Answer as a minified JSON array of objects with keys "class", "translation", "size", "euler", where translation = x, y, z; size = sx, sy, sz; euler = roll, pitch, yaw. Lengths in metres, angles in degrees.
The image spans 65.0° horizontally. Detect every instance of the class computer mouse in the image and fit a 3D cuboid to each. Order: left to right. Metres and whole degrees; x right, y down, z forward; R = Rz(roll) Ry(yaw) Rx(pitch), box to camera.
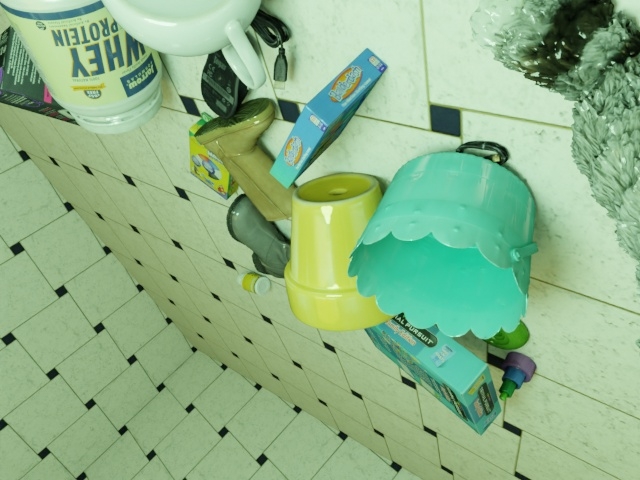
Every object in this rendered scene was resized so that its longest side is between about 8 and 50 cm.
[{"class":"computer mouse","translation":[-0.128,-0.314,0.907],"size":[0.184,0.060,0.262],"euler":[38,142,13]},{"class":"computer mouse","translation":[0.200,-0.103,0.823],"size":[0.071,0.041,0.242],"euler":[47,151,-12]}]

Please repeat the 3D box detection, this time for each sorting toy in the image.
[{"class":"sorting toy","translation":[0.329,0.198,1.021],"size":[0.127,0.126,0.365],"euler":[0,132,51]}]

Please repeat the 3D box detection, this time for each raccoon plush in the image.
[{"class":"raccoon plush","translation":[0.294,-0.050,0.502],"size":[0.446,0.299,0.216],"euler":[28,151,22]}]

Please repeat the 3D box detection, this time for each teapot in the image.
[{"class":"teapot","translation":[-0.193,-0.373,0.738],"size":[0.252,0.256,0.187],"euler":[6,176,-4]}]

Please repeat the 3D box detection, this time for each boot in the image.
[{"class":"boot","translation":[-0.115,-0.165,1.090],"size":[0.236,0.089,0.269],"euler":[-3,137,45]},{"class":"boot","translation":[-0.095,0.015,1.319],"size":[0.222,0.118,0.338],"euler":[21,158,27]}]

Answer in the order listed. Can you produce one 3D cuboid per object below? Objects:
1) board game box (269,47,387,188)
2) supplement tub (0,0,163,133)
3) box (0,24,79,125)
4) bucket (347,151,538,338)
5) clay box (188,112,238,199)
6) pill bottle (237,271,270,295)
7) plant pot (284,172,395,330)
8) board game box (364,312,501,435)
[{"class":"board game box","translation":[0.006,-0.189,0.809],"size":[0.047,0.160,0.210],"euler":[41,152,-2]},{"class":"supplement tub","translation":[-0.454,-0.398,0.993],"size":[0.235,0.235,0.325],"euler":[30,151,19]},{"class":"box","translation":[-0.617,-0.371,1.192],"size":[0.165,0.143,0.270],"euler":[6,176,44]},{"class":"bucket","translation":[0.199,0.010,0.791],"size":[0.281,0.183,0.281],"euler":[20,150,12]},{"class":"clay box","translation":[-0.261,-0.203,1.239],"size":[0.127,0.053,0.222],"euler":[37,153,6]},{"class":"pill bottle","translation":[-0.230,0.144,1.707],"size":[0.116,0.065,0.065],"euler":[12,142,42]},{"class":"plant pot","translation":[0.045,0.007,0.975],"size":[0.254,0.254,0.239],"euler":[14,124,40]},{"class":"board game box","translation":[0.224,0.249,1.107],"size":[0.336,0.079,0.254],"euler":[36,165,41]}]
